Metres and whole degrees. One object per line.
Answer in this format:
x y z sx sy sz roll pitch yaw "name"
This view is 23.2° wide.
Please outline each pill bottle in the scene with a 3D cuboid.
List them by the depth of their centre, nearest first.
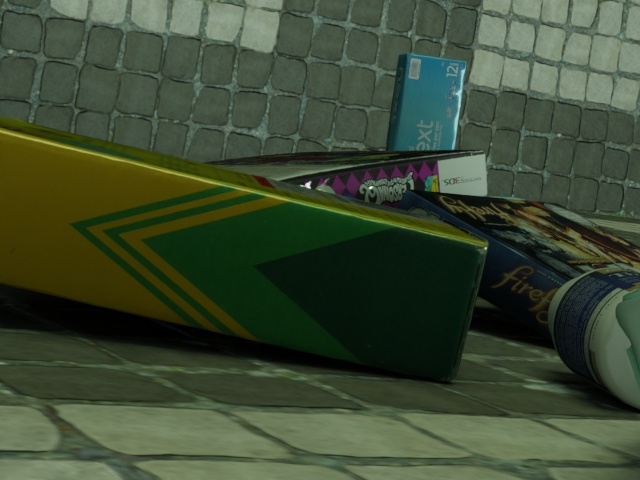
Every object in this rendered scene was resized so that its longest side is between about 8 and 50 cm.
0.166 0.050 0.857 0.067 0.067 0.120 7 5 -10 "pill bottle"

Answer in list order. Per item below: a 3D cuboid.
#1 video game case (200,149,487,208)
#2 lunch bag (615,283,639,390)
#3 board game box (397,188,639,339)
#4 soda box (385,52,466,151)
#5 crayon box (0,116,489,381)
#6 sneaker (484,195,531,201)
-0.025 -0.041 1.206 0.210 0.042 0.232 -11 9 -37 "video game case"
0.230 0.030 0.615 0.224 0.108 0.279 -22 -8 16 "lunch bag"
0.178 0.021 1.141 0.165 0.042 0.243 31 16 30 "board game box"
0.107 -0.095 1.696 0.067 0.210 0.071 8 5 -6 "soda box"
-0.084 -0.006 0.883 0.318 0.081 0.202 13 4 -6 "crayon box"
0.116 -0.002 1.325 0.229 0.087 0.092 9 6 -4 "sneaker"
